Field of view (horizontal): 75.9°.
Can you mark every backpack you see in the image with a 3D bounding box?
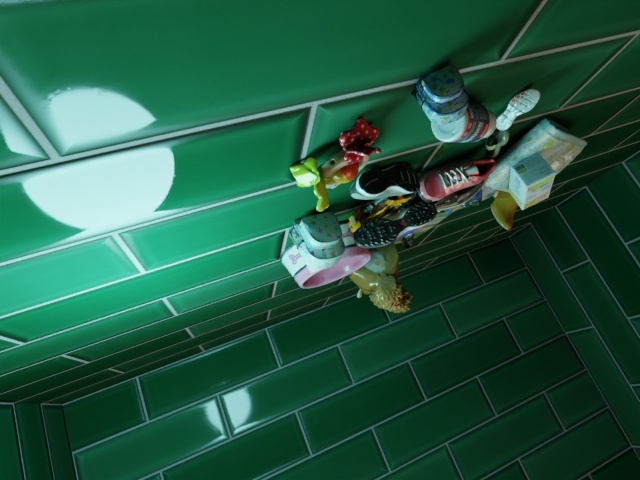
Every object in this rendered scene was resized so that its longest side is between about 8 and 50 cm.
[{"bbox_3d":[0.000,0.000,1.441,0.166,0.188,0.144,-13,160,-28],"label":"backpack"},{"bbox_3d":[0.280,-0.330,0.938,0.105,0.114,0.084,-23,163,0],"label":"backpack"}]

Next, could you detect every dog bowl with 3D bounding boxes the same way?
[{"bbox_3d":[0.041,0.073,1.781,0.408,0.150,0.408,-21,162,-7],"label":"dog bowl"}]

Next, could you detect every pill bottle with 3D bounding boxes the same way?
[{"bbox_3d":[0.400,-0.323,1.126,0.180,0.107,0.108,-10,159,-37],"label":"pill bottle"}]

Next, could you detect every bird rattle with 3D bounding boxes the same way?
[{"bbox_3d":[0.053,-0.207,1.087,0.253,0.143,0.207,-43,169,16],"label":"bird rattle"}]

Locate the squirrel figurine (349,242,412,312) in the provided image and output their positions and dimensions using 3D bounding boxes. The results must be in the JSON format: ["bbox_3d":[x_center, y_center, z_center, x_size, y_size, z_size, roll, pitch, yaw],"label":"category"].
[{"bbox_3d":[0.286,0.224,2.127,0.281,0.396,0.370,-24,155,-13],"label":"squirrel figurine"}]

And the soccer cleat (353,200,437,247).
[{"bbox_3d":[0.272,-0.047,1.512,0.318,0.108,0.116,-24,167,-3],"label":"soccer cleat"}]

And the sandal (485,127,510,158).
[{"bbox_3d":[0.596,-0.338,1.408,0.049,0.072,0.180,6,171,5],"label":"sandal"}]

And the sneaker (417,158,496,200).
[{"bbox_3d":[0.483,-0.233,1.451,0.314,0.115,0.136,-22,178,-19],"label":"sneaker"}]

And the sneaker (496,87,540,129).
[{"bbox_3d":[0.599,-0.407,1.249,0.065,0.061,0.158,-44,179,-36],"label":"sneaker"}]

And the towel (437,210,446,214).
[{"bbox_3d":[0.512,-0.072,2.144,0.248,0.038,0.325,-9,157,-40],"label":"towel"}]

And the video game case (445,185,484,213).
[{"bbox_3d":[0.701,-0.235,1.848,0.245,0.061,0.269,-21,162,-9],"label":"video game case"}]

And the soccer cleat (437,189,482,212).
[{"bbox_3d":[0.524,-0.185,1.715,0.289,0.121,0.093,-7,176,32],"label":"soccer cleat"}]

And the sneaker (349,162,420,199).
[{"bbox_3d":[0.213,-0.187,1.341,0.272,0.100,0.108,-9,172,-29],"label":"sneaker"}]

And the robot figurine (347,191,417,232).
[{"bbox_3d":[0.225,-0.126,1.528,0.211,0.085,0.291,-14,161,-30],"label":"robot figurine"}]

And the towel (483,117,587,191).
[{"bbox_3d":[0.852,-0.314,1.635,0.375,0.090,0.320,3,139,-40],"label":"towel"}]

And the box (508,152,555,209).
[{"bbox_3d":[0.798,-0.220,1.562,0.114,0.103,0.203,-27,152,9],"label":"box"}]

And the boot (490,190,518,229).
[{"bbox_3d":[0.899,-0.206,1.892,0.104,0.295,0.211,29,134,-21],"label":"boot"}]

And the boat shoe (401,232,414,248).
[{"bbox_3d":[0.467,0.001,2.150,0.056,0.049,0.152,-22,162,-6],"label":"boat shoe"}]

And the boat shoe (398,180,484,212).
[{"bbox_3d":[0.467,-0.183,1.592,0.356,0.132,0.130,-28,163,10],"label":"boat shoe"}]
